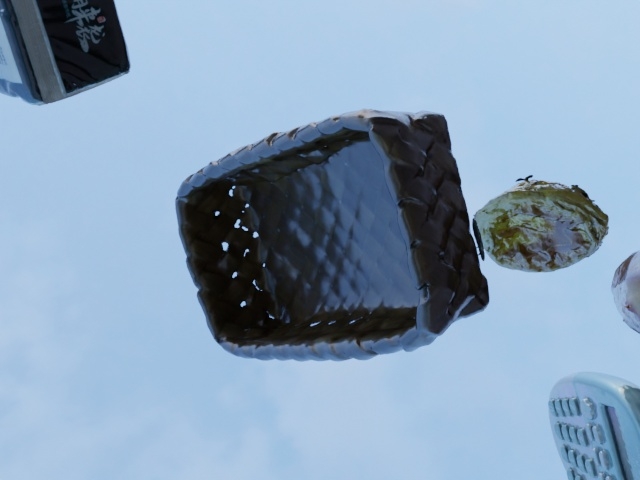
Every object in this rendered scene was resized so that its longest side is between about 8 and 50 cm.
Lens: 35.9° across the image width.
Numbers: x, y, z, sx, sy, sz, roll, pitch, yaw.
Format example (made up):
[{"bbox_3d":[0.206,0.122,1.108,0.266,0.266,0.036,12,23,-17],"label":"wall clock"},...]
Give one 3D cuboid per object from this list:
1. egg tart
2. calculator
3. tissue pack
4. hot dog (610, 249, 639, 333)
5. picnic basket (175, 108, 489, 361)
[{"bbox_3d":[0.213,-0.019,0.951,0.130,0.130,0.052,25,-131,-21],"label":"egg tart"},{"bbox_3d":[0.323,0.231,1.063,0.042,0.295,0.184,-16,-88,-12],"label":"calculator"},{"bbox_3d":[-0.197,-0.183,0.640,0.090,0.103,0.170,-31,-54,-35],"label":"tissue pack"},{"bbox_3d":[0.211,0.019,0.532,0.104,0.250,0.076,-41,-104,7],"label":"hot dog"},{"bbox_3d":[0.000,0.000,0.476,0.055,0.193,0.110,-17,-86,-33],"label":"picnic basket"}]
